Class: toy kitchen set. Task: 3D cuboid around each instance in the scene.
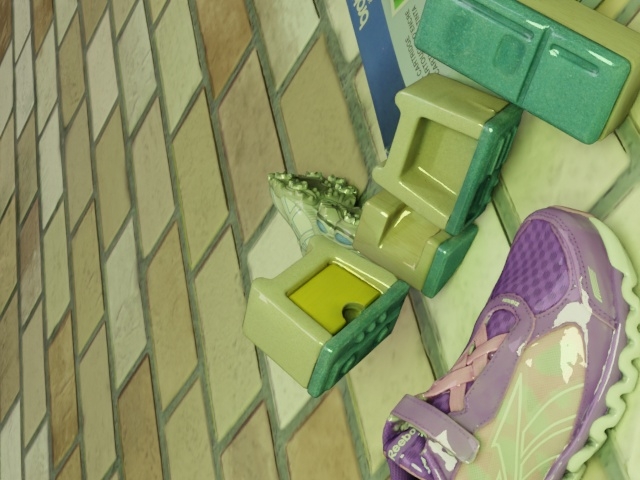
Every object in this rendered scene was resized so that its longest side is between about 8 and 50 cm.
[{"bbox_3d":[0.064,-0.024,0.627,0.122,0.166,0.207,33,132,20],"label":"toy kitchen set"}]

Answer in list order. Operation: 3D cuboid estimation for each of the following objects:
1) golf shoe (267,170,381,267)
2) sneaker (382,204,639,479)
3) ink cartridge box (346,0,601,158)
[{"bbox_3d":[0.000,0.000,0.843,0.176,0.069,0.086,-133,49,-62],"label":"golf shoe"},{"bbox_3d":[0.088,0.093,0.600,0.095,0.104,0.236,25,99,63],"label":"sneaker"},{"bbox_3d":[0.101,-0.182,0.741,0.311,0.065,0.186,-52,37,41],"label":"ink cartridge box"}]
